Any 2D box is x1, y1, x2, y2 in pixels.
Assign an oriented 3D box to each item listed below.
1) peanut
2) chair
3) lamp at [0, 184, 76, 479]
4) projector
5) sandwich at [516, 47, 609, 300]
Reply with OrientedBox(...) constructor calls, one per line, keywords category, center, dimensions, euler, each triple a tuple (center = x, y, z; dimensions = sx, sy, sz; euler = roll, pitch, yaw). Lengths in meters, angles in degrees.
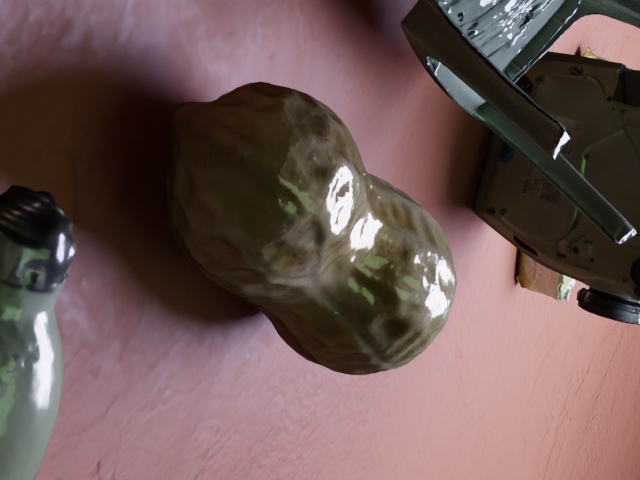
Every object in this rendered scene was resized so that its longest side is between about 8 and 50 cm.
OrientedBox(category="peanut", center=(0.000, 0.000, 0.783), dimensions=(0.120, 0.136, 0.298), euler=(-63, 149, -9))
OrientedBox(category="chair", center=(0.142, -0.171, 0.887), dimensions=(0.190, 0.274, 0.203), euler=(-47, 152, 4))
OrientedBox(category="lamp", center=(-0.171, 0.093, 0.582), dimensions=(0.101, 0.101, 0.250), euler=(4, 114, -61))
OrientedBox(category="projector", center=(0.252, -0.034, 1.063), dimensions=(0.088, 0.269, 0.194), euler=(3, 103, -57))
OrientedBox(category="sandwich", center=(0.227, -0.066, 1.227), dimensions=(0.193, 0.058, 0.162), euler=(-58, 147, -21))
